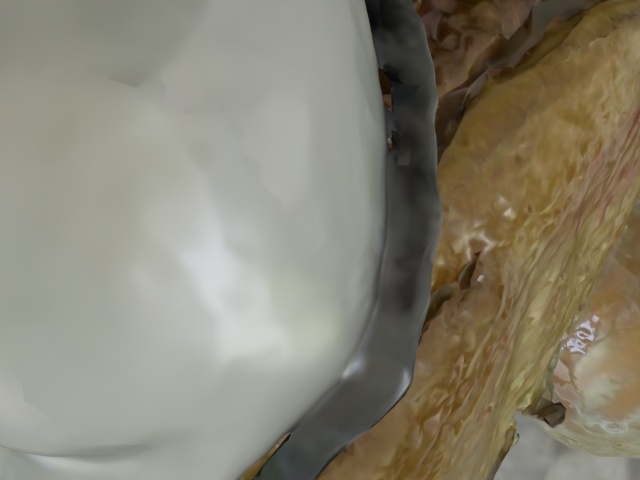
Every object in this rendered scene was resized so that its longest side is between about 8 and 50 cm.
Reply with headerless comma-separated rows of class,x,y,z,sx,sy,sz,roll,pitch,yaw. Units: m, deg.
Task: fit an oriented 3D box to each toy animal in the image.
toy animal,-0.116,-0.057,0.308,0.247,0.183,0.310,-26,146,26

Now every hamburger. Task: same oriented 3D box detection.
hamburger,0.000,0.000,0.546,0.155,0.245,0.282,25,-151,18

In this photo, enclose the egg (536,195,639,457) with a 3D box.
egg,0.179,-0.009,0.864,0.203,0.245,0.203,42,178,2
